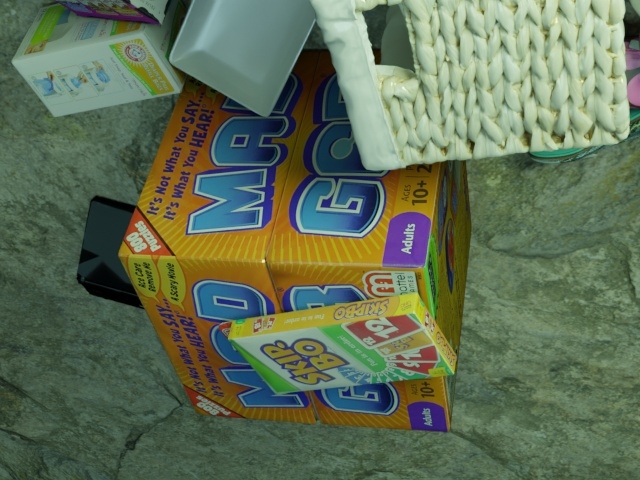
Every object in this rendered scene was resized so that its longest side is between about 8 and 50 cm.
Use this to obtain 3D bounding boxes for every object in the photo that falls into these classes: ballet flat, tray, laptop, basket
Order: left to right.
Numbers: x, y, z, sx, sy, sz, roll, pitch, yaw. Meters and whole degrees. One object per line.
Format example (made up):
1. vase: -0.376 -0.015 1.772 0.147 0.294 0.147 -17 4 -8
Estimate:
1. laptop: -0.292 0.044 1.762 0.234 0.137 0.264 16 168 -2
2. tray: -0.067 -0.291 1.181 0.145 0.030 0.270 31 120 2
3. basket: 0.147 -0.288 0.951 0.266 0.331 0.328 -2 140 16
4. ballet flat: 0.359 -0.136 1.294 0.188 0.070 0.070 -19 132 40

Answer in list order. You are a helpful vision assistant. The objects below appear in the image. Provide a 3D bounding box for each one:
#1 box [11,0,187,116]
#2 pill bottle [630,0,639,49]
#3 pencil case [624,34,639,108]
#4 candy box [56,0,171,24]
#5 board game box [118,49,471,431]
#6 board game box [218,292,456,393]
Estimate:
1. box: -0.274 -0.248 1.305 0.203 0.114 0.103 -6 139 24
2. pill bottle: 0.388 -0.299 1.003 0.152 0.152 0.272 4 141 12
3. pencil case: 0.317 -0.205 1.196 0.209 0.095 0.098 0 171 17
4. candy box: -0.297 -0.331 1.142 0.159 0.071 0.233 14 173 36
5. board game box: 0.000 0.000 1.332 0.356 0.356 0.356 2 140 14
6. board game box: 0.014 0.125 1.169 0.259 0.039 0.124 -8 137 28
